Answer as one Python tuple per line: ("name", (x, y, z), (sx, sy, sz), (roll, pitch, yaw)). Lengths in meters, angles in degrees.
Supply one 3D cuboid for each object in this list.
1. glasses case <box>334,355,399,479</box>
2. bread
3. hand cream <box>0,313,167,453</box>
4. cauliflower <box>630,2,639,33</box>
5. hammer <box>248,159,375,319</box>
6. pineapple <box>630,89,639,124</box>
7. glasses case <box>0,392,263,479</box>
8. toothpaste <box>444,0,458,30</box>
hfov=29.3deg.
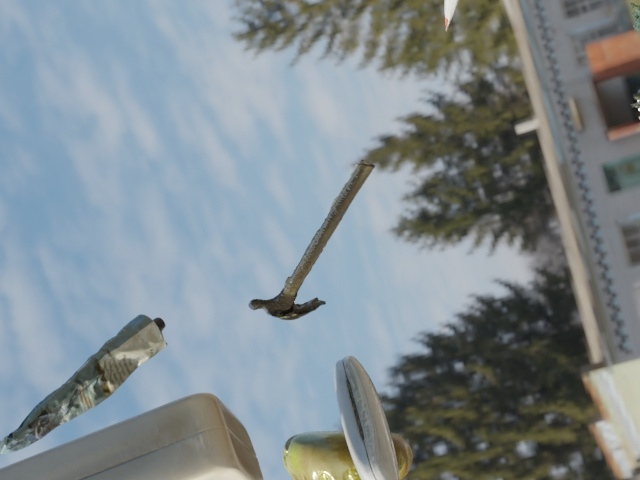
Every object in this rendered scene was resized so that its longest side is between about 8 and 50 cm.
("glasses case", (0.053, 0.218, 1.429), (0.197, 0.049, 0.076), (-105, -11, -49))
("bread", (0.043, 0.348, 1.912), (0.213, 0.213, 0.105), (27, -122, -69))
("hand cream", (-0.283, 0.168, 1.464), (0.052, 0.248, 0.075), (42, 152, 22))
("cauliflower", (0.556, -0.293, 1.562), (0.275, 0.272, 0.250), (-1, -67, -48))
("hammer", (0.000, 0.000, 1.863), (0.125, 0.297, 0.027), (12, -152, -34))
("pineapple", (0.538, -0.166, 1.377), (0.175, 0.361, 0.175), (13, -90, -68))
("glasses case", (-0.223, 0.239, 1.079), (0.144, 0.336, 0.076), (61, -173, -65))
("toothpaste", (0.185, -0.356, 1.696), (0.190, 0.031, 0.048), (86, -166, -71))
